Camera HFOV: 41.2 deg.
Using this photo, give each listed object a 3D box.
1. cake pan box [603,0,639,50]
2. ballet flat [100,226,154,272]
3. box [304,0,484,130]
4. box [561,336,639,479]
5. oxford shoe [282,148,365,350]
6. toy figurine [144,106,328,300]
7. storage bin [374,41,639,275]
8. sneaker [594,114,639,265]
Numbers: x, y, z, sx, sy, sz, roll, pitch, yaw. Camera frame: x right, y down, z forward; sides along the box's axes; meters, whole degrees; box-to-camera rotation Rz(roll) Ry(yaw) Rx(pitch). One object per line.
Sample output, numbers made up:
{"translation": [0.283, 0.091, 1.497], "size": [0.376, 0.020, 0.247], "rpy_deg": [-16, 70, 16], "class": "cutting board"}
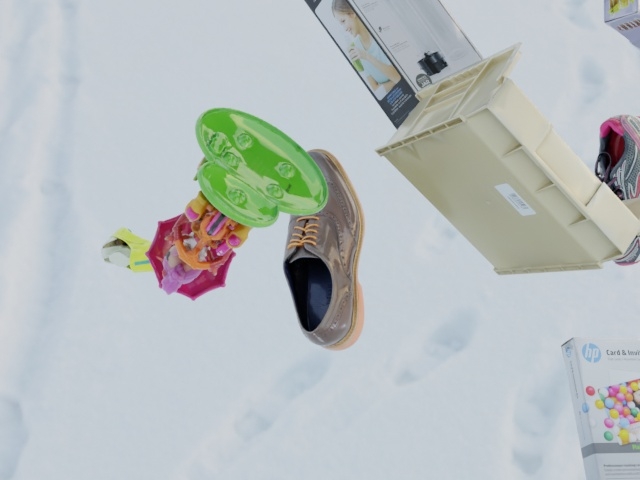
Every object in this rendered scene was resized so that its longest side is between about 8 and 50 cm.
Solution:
{"translation": [0.581, -0.452, 1.487], "size": [0.267, 0.245, 0.070], "rpy_deg": [16, -15, -43], "class": "cake pan box"}
{"translation": [-0.374, 0.021, 1.628], "size": [0.077, 0.077, 0.231], "rpy_deg": [-17, 17, -30], "class": "ballet flat"}
{"translation": [0.122, -0.326, 1.345], "size": [0.169, 0.087, 0.290], "rpy_deg": [-34, 87, -32], "class": "box"}
{"translation": [0.378, 0.210, 1.024], "size": [0.145, 0.038, 0.186], "rpy_deg": [3, 63, -12], "class": "box"}
{"translation": [0.000, 0.000, 1.453], "size": [0.130, 0.133, 0.363], "rpy_deg": [-16, 70, 21], "class": "oxford shoe"}
{"translation": [-0.093, -0.006, 0.738], "size": [0.130, 0.159, 0.173], "rpy_deg": [34, 28, -7], "class": "toy figurine"}
{"translation": [0.243, -0.089, 1.080], "size": [0.123, 0.262, 0.260], "rpy_deg": [-50, 14, -18], "class": "storage bin"}
{"translation": [0.591, -0.099, 1.687], "size": [0.112, 0.299, 0.121], "rpy_deg": [-1, -1, -36], "class": "sneaker"}
